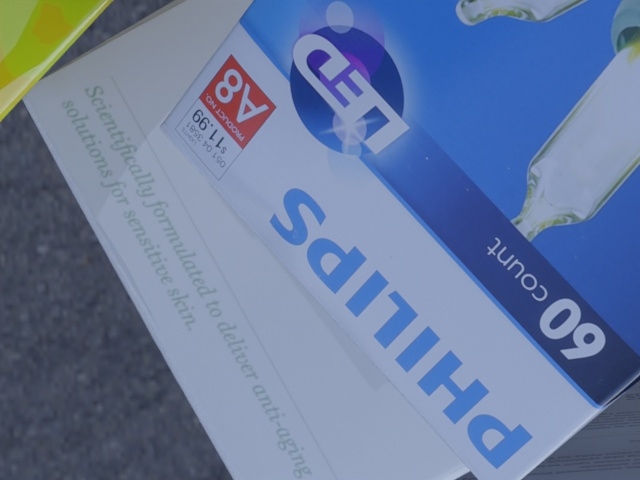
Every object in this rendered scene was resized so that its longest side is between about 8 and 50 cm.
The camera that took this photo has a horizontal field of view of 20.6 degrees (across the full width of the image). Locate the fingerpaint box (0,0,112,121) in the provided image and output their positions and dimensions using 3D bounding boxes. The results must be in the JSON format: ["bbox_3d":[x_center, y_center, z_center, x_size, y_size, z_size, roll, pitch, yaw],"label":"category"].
[{"bbox_3d":[-0.233,-0.148,0.423,0.445,0.163,0.371,-48,123,-10],"label":"fingerpaint box"}]

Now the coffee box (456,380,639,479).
[{"bbox_3d":[0.186,0.258,0.926,0.337,0.338,0.334,-4,94,8],"label":"coffee box"}]

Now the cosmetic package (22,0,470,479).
[{"bbox_3d":[0.000,0.000,0.768,0.155,0.365,0.197,-29,88,-2],"label":"cosmetic package"}]

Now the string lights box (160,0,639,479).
[{"bbox_3d":[0.088,-0.071,0.398,0.260,0.133,0.077,-49,170,36],"label":"string lights box"}]
